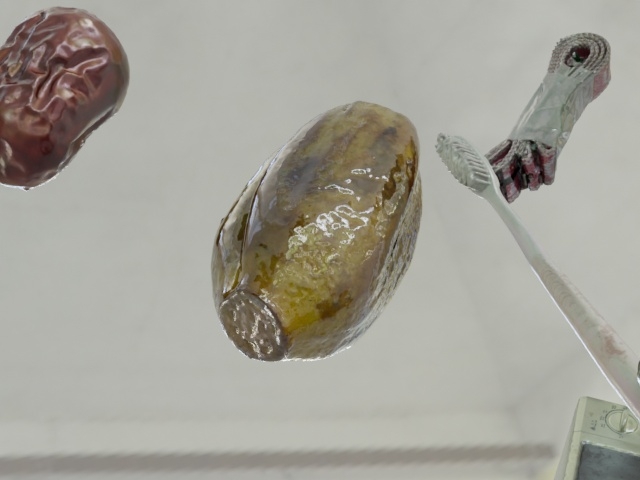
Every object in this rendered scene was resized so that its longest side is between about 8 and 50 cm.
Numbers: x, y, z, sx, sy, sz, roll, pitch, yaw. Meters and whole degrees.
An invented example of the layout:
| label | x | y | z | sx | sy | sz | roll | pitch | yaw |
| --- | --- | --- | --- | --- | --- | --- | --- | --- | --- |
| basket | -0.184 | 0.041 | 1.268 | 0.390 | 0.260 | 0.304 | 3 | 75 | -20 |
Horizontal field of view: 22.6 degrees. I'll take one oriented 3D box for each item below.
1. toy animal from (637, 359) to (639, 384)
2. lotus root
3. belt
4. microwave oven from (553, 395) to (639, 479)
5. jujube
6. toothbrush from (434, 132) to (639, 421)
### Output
| label | x | y | z | sx | sy | sz | roll | pitch | yaw |
| --- | --- | --- | --- | --- | --- | --- | --- | --- | --- |
| toy animal | 0.261 | 0.081 | 0.978 | 0.137 | 0.098 | 0.098 | -15 | -28 | -18 |
| lotus root | -0.009 | -0.004 | 1.499 | 0.193 | 0.291 | 0.193 | 14 | -42 | 14 |
| belt | 0.234 | -0.125 | 1.614 | 0.071 | 0.232 | 0.053 | 14 | -39 | 29 |
| microwave oven | 0.236 | 0.276 | 1.257 | 0.145 | 0.240 | 0.194 | 12 | -53 | 9 |
| jujube | -0.316 | -0.164 | 1.843 | 0.155 | 0.230 | 0.155 | 14 | -42 | 13 |
| toothbrush | 0.163 | 0.036 | 1.073 | 0.025 | 0.307 | 0.029 | -46 | -31 | 20 |
